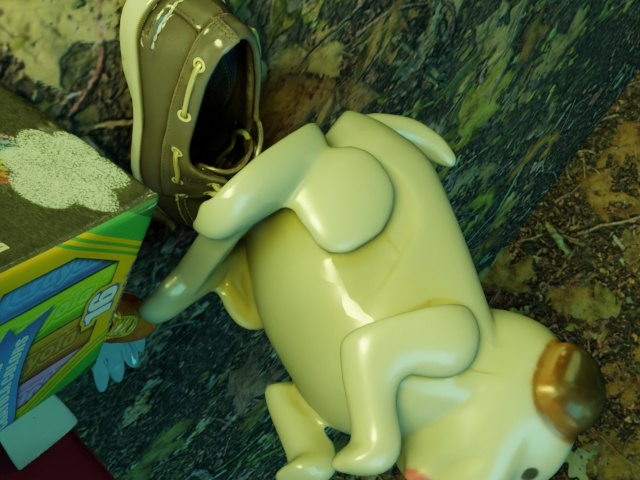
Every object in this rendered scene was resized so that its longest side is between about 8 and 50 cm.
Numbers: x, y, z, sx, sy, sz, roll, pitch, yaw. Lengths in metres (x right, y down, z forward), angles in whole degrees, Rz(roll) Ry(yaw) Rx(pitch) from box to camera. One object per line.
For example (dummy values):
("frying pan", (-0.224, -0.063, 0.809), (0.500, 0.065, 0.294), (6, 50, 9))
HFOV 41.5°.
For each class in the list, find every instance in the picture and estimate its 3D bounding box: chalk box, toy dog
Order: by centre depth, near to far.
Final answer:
("chalk box", (-0.273, 0.034, 0.513), (0.289, 0.180, 0.179), (-36, 157, -56))
("toy dog", (0.079, 0.093, 0.860), (0.395, 0.408, 0.284), (-41, 178, -46))

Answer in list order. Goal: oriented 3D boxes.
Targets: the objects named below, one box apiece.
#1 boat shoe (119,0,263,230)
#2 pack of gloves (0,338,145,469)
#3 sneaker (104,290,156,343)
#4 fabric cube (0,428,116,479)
("boat shoe", (-0.106, -0.097, 0.782), (0.117, 0.097, 0.324), (-38, 156, -25))
("pack of gloves", (-0.290, 0.116, 0.900), (0.195, 0.046, 0.232), (-39, 146, -23))
("sneaker", (-0.220, 0.082, 0.852), (0.064, 0.067, 0.175), (-58, 151, 3))
("fabric cube", (-0.357, 0.402, 0.957), (0.259, 0.254, 0.258), (-17, 141, -51))
